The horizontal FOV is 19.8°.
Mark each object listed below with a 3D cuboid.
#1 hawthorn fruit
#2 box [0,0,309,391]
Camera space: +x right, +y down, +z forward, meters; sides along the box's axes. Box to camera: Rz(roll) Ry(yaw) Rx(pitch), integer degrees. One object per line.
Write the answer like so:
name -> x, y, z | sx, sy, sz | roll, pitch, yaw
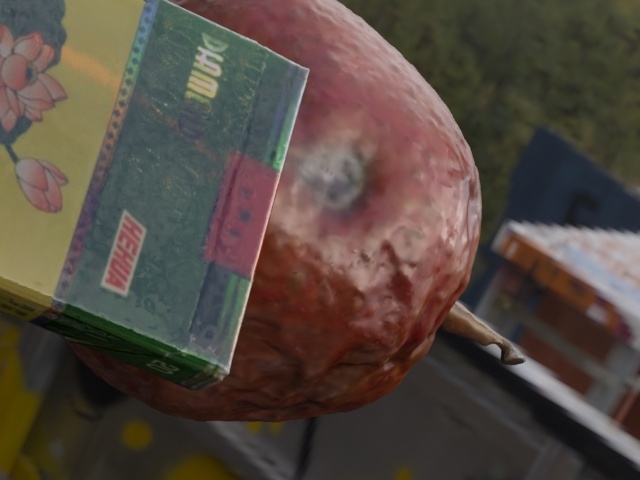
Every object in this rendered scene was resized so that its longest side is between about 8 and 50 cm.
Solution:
hawthorn fruit -> 0.000, 0.000, 0.866 | 0.243, 0.207, 0.207 | 26, 17, -13
box -> -0.123, -0.049, 0.641 | 0.235, 0.132, 0.034 | 23, -26, -22
